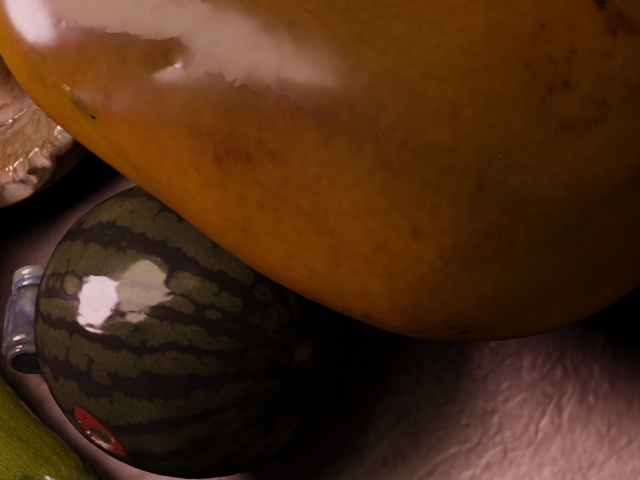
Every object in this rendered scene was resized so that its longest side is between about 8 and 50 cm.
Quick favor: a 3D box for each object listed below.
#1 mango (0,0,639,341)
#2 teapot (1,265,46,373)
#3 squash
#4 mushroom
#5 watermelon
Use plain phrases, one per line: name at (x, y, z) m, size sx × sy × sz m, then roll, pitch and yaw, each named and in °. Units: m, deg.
mango at (0.015, -0.104, 1.084) m, size 0.446 × 0.232 × 0.300 m, roll 19°, pitch 55°, yaw 4°
teapot at (-0.225, 0.059, 1.433) m, size 0.063 × 0.049 × 0.083 m, roll -45°, pitch 37°, yaw 45°
squash at (-0.236, 0.155, 1.366) m, size 0.080 × 0.071 × 0.318 m, roll -58°, pitch 39°, yaw 5°
mushroom at (-0.307, -0.178, 1.512) m, size 0.233 × 0.301 × 0.208 m, roll -36°, pitch 10°, yaw 1°
watermelon at (-0.082, 0.058, 1.195) m, size 0.212 × 0.212 × 0.212 m, roll -23°, pitch 50°, yaw 30°
